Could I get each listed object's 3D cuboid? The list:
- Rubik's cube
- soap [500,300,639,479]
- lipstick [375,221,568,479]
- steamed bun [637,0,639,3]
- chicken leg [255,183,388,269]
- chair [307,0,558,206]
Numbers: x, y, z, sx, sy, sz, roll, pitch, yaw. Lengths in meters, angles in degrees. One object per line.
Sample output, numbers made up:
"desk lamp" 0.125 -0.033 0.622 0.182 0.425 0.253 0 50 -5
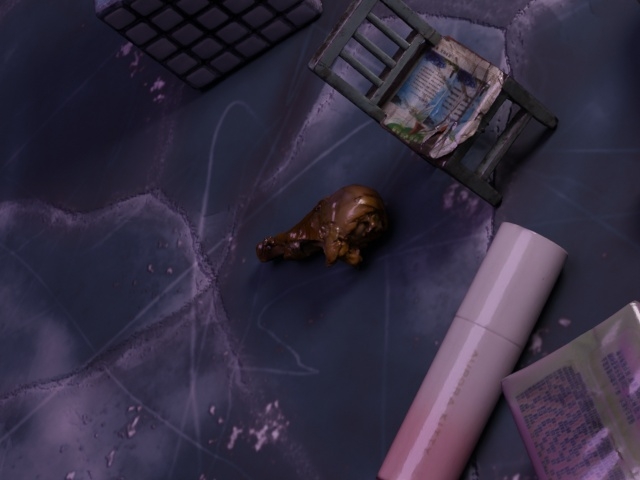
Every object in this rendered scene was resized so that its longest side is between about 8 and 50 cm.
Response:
"Rubik's cube" -0.168 -0.395 2.249 0.237 0.238 0.237 -29 55 24
"soap" 0.314 0.202 1.659 0.182 0.138 0.199 -34 52 18
"lipstick" 0.173 0.142 1.830 0.087 0.087 0.327 22 84 42
"steamed bun" 0.453 -0.341 1.788 0.250 0.155 0.200 -42 32 17
"chicken leg" 0.000 -0.003 2.043 0.207 0.085 0.101 -22 68 37
"chair" 0.138 -0.168 1.887 0.136 0.270 0.147 -53 47 2
